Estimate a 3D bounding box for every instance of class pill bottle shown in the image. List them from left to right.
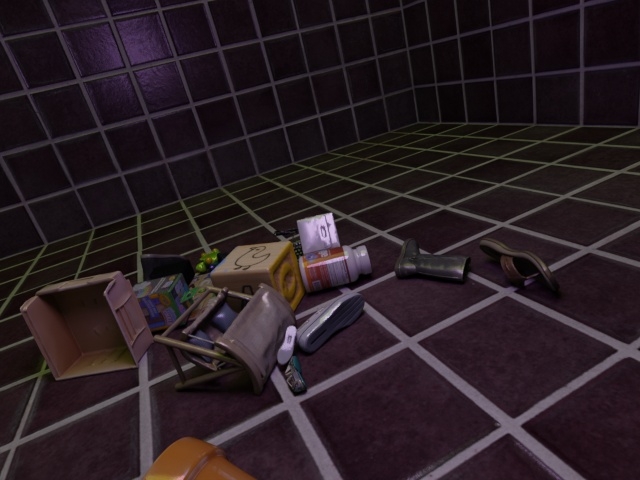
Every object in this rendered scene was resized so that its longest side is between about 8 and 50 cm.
[{"bbox_3d":[0.047,0.084,1.311,0.216,0.121,0.121,-14,22,0],"label":"pill bottle"}]

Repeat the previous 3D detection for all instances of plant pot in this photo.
[{"bbox_3d":[-0.144,0.410,0.577,0.188,0.205,0.205,9,29,16],"label":"plant pot"}]

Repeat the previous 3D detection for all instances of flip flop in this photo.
[{"bbox_3d":[0.515,0.070,1.099,0.080,0.112,0.277,-43,28,-2],"label":"flip flop"}]

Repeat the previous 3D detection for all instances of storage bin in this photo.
[{"bbox_3d":[-0.665,0.245,1.191,0.263,0.260,0.123,-11,18,9],"label":"storage bin"}]

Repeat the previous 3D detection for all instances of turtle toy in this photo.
[{"bbox_3d":[-0.451,0.087,1.686,0.130,0.066,0.095,-24,24,-22],"label":"turtle toy"}]

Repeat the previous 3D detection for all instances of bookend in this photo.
[{"bbox_3d":[-0.586,0.153,1.579,0.156,0.072,0.157,-14,22,6],"label":"bookend"}]

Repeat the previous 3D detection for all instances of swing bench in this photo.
[{"bbox_3d":[-0.226,0.238,1.055,0.255,0.165,0.253,-6,23,20],"label":"swing bench"}]

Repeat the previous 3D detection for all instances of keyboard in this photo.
[{"bbox_3d":[-0.101,0.019,1.557,0.318,0.033,0.201,-13,54,0],"label":"keyboard"}]

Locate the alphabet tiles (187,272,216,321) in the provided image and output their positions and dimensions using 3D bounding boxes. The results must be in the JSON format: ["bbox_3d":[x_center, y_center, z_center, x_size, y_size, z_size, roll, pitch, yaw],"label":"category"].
[{"bbox_3d":[-0.432,0.195,1.489,0.285,0.011,0.342,-13,22,2],"label":"alphabet tiles"}]

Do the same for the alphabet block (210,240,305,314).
[{"bbox_3d":[-0.182,0.130,1.250,0.197,0.193,0.192,-6,25,20],"label":"alphabet block"}]

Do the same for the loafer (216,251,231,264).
[{"bbox_3d":[-0.326,0.090,1.571,0.078,0.076,0.223,-23,27,-32],"label":"loafer"}]

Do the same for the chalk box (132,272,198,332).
[{"bbox_3d":[-0.498,0.200,1.335,0.213,0.131,0.132,-12,21,4],"label":"chalk box"}]

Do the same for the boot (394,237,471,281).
[{"bbox_3d":[0.348,0.055,1.257,0.209,0.076,0.189,-8,36,33],"label":"boot"}]

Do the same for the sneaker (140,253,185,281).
[{"bbox_3d":[-0.665,0.120,1.743,0.083,0.118,0.222,-6,-6,29],"label":"sneaker"}]

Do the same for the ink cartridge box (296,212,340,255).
[{"bbox_3d":[0.000,0.000,1.429,0.128,0.128,0.176,-13,-18,1],"label":"ink cartridge box"}]

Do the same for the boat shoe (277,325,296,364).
[{"bbox_3d":[-0.081,0.263,1.022,0.035,0.035,0.100,9,56,7],"label":"boat shoe"}]

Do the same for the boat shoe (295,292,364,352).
[{"bbox_3d":[0.018,0.203,1.093,0.226,0.083,0.076,-30,28,-32],"label":"boat shoe"}]

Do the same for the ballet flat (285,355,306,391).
[{"bbox_3d":[-0.062,0.309,0.952,0.041,0.041,0.114,-18,21,-7],"label":"ballet flat"}]
